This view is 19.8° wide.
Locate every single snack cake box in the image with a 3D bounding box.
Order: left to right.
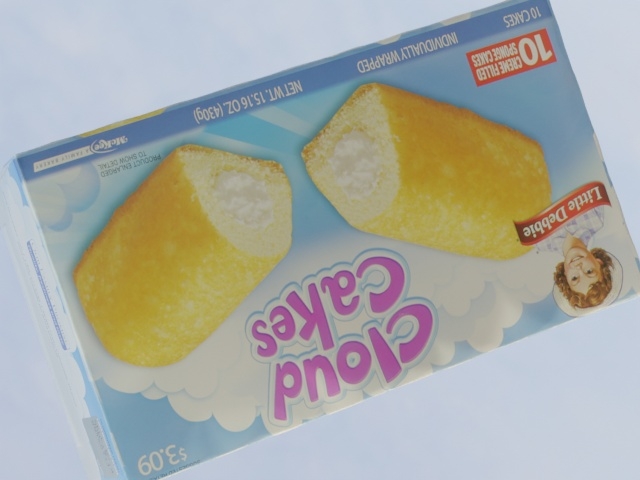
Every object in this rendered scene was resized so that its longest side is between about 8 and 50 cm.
[{"bbox_3d":[0.000,0.000,0.839,0.264,0.089,0.152,-19,-91,-20],"label":"snack cake box"}]
